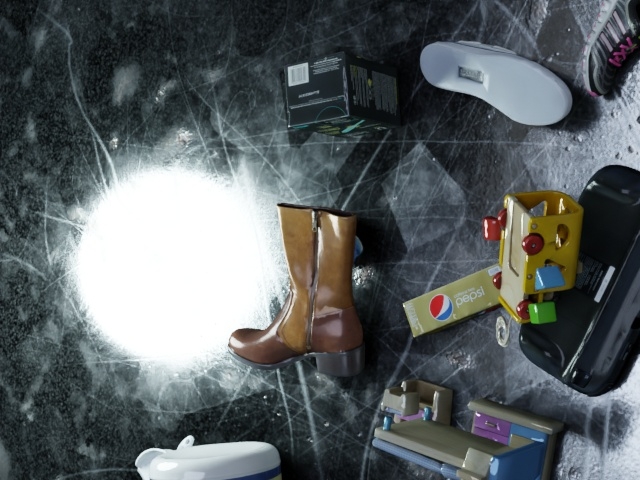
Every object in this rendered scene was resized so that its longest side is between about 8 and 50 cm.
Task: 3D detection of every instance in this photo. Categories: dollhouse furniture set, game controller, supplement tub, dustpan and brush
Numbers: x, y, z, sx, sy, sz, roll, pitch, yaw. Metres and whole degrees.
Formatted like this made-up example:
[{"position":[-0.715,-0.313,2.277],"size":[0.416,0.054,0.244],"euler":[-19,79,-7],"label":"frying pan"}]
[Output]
[{"position":[0.165,0.340,1.367],"size":[0.286,0.303,0.198],"euler":[12,96,35],"label":"dollhouse furniture set"},{"position":[0.396,0.056,1.364],"size":[0.166,0.067,0.319],"euler":[37,110,45],"label":"game controller"},{"position":[-0.169,0.517,1.648],"size":[0.228,0.228,0.317],"euler":[-8,85,35],"label":"supplement tub"},{"position":[-0.283,0.434,1.832],"size":[0.211,0.060,0.147],"euler":[-49,63,25],"label":"dustpan and brush"}]

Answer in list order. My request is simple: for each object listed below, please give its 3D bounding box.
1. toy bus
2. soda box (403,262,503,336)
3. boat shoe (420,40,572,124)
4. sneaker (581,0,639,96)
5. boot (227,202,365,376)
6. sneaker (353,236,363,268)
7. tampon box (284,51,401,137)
[{"position":[0.307,0.031,1.335],"size":[0.202,0.104,0.191],"euler":[114,149,-69],"label":"toy bus"},{"position":[0.220,0.091,1.477],"size":[0.181,0.061,0.058],"euler":[-26,75,32],"label":"soda box"},{"position":[0.271,-0.248,1.430],"size":[0.258,0.084,0.095],"euler":[32,132,33],"label":"boat shoe"},{"position":[0.420,-0.280,1.338],"size":[0.074,0.063,0.171],"euler":[23,98,40],"label":"sneaker"},{"position":[-0.054,0.078,1.604],"size":[0.264,0.096,0.281],"euler":[6,110,34],"label":"boot"},{"position":[0.000,0.000,1.628],"size":[0.162,0.073,0.063],"euler":[32,107,32],"label":"sneaker"},{"position":[0.037,-0.230,1.551],"size":[0.120,0.161,0.102],"euler":[-6,85,34],"label":"tampon box"}]
